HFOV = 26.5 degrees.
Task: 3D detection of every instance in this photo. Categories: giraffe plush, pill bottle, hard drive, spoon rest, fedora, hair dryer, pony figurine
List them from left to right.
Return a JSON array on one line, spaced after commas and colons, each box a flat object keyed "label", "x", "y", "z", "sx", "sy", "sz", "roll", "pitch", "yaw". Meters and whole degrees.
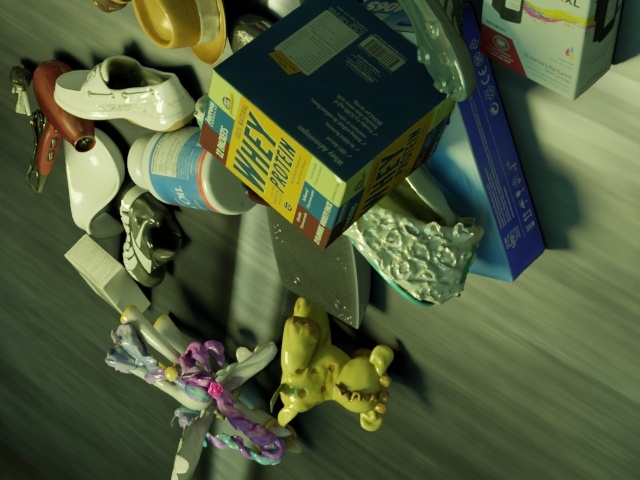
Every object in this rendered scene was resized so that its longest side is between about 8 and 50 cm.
[{"label": "hair dryer", "x": -0.436, "y": -0.190, "z": 2.272, "sx": 0.293, "sy": 0.080, "sz": 0.224, "roll": 12, "pitch": 114, "yaw": 62}, {"label": "spoon rest", "x": -0.392, "y": -0.093, "z": 2.367, "sx": 0.137, "sy": 0.084, "sz": 0.276, "roll": 35, "pitch": 148, "yaw": 22}, {"label": "fedora", "x": -0.199, "y": -0.318, "z": 1.821, "sx": 0.194, "sy": 0.079, "sz": 0.194, "roll": 43, "pitch": 145, "yaw": 39}, {"label": "pill bottle", "x": -0.190, "y": -0.110, "z": 2.042, "sx": 0.221, "sy": 0.124, "sz": 0.124, "roll": 11, "pitch": 133, "yaw": 48}, {"label": "pony figurine", "x": -0.207, "y": 0.263, "z": 2.400, "sx": 0.363, "sy": 0.303, "sz": 0.351, "roll": 36, "pitch": 180, "yaw": 15}, {"label": "hard drive", "x": 0.000, "y": 0.000, "z": 1.988, "sx": 0.172, "sy": 0.054, "sz": 0.255, "roll": 28, "pitch": 144, "yaw": 32}, {"label": "giraffe plush", "x": 0.029, "y": 0.202, "z": 2.099, "sx": 0.170, "sy": 0.210, "sz": 0.181, "roll": 8, "pitch": 135, "yaw": 9}]

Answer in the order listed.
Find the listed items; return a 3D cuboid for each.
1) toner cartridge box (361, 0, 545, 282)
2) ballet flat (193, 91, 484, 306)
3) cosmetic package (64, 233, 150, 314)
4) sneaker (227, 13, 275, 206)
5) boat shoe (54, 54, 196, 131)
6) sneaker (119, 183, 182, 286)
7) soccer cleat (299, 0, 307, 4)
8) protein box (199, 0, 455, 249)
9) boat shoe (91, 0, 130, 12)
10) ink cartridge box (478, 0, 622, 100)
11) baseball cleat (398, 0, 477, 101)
[{"label": "toner cartridge box", "x": 0.146, "y": -0.119, "z": 1.640, "sx": 0.165, "sy": 0.075, "sz": 0.348, "roll": 12, "pitch": 134, "yaw": 45}, {"label": "ballet flat", "x": 0.033, "y": -0.089, "z": 1.654, "sx": 0.409, "sy": 0.147, "sz": 0.147, "roll": 39, "pitch": 149, "yaw": 13}, {"label": "cosmetic package", "x": -0.387, "y": 0.073, "z": 2.503, "sx": 0.099, "sy": 0.060, "sz": 0.239, "roll": 41, "pitch": 169, "yaw": 16}, {"label": "sneaker", "x": -0.066, "y": -0.151, "z": 1.792, "sx": 0.281, "sy": 0.162, "sz": 0.106, "roll": 55, "pitch": 149, "yaw": -11}, {"label": "boat shoe", "x": -0.307, "y": -0.241, "z": 2.080, "sx": 0.277, "sy": 0.098, "sz": 0.096, "roll": 12, "pitch": 134, "yaw": 34}, {"label": "sneaker", "x": -0.287, "y": 0.012, "z": 2.354, "sx": 0.106, "sy": 0.078, "sz": 0.234, "roll": 34, "pitch": 145, "yaw": 28}, {"label": "soccer cleat", "x": 0.016, "y": -0.273, "z": 1.661, "sx": 0.072, "sy": 0.060, "sz": 0.179, "roll": 20, "pitch": 147, "yaw": 26}, {"label": "protein box", "x": 0.008, "y": -0.141, "z": 1.517, "sx": 0.200, "sy": 0.201, "sz": 0.136, "roll": 41, "pitch": 149, "yaw": 14}, {"label": "boat shoe", "x": -0.349, "y": -0.416, "z": 1.948, "sx": 0.073, "sy": 0.073, "sz": 0.207, "roll": -12, "pitch": 115, "yaw": 54}, {"label": "ink cartridge box", "x": 0.234, "y": -0.249, "z": 1.377, "sx": 0.127, "sy": 0.072, "sz": 0.175, "roll": 33, "pitch": 147, "yaw": 27}, {"label": "baseball cleat", "x": 0.138, "y": -0.246, "z": 1.454, "sx": 0.206, "sy": 0.109, "sz": 0.072, "roll": 65, "pitch": 156, "yaw": 17}]
